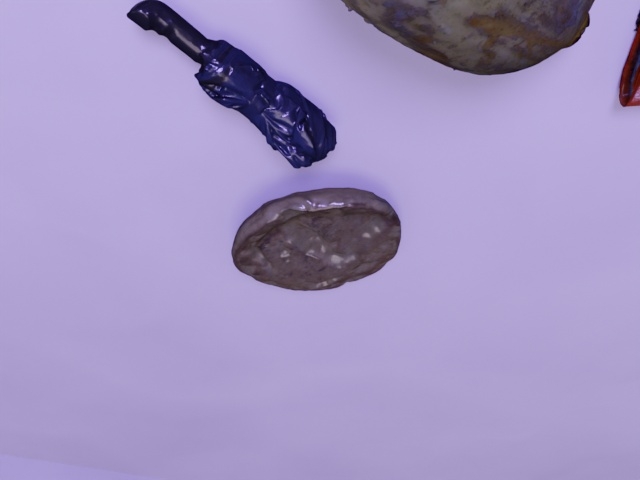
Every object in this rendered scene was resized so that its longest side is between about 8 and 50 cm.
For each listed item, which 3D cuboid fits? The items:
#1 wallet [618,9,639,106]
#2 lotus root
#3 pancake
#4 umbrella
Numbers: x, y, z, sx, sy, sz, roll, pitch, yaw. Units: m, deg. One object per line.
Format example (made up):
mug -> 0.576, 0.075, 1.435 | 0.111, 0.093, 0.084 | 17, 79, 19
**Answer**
wallet -> 0.407, -0.192, 0.577 | 0.204, 0.045, 0.142 | -3, 141, 5
lotus root -> 0.119, -0.227, 0.466 | 0.309, 0.173, 0.173 | 18, 139, -32
pancake -> 0.000, 0.000, 0.828 | 0.241, 0.050, 0.242 | -3, 149, -2
umbrella -> -0.077, -0.159, 0.616 | 0.071, 0.071, 0.248 | -29, 129, 32
